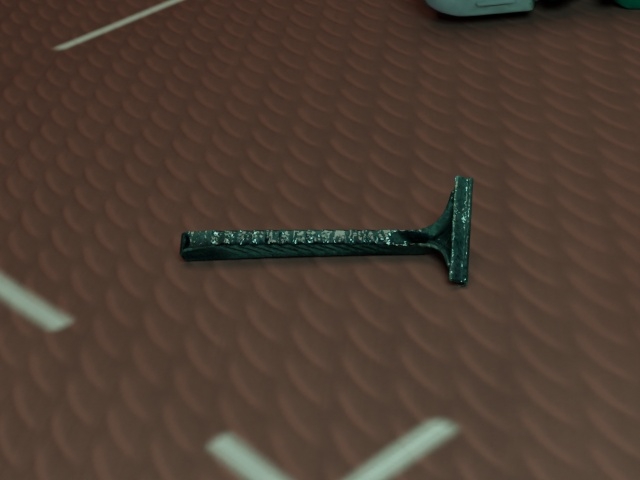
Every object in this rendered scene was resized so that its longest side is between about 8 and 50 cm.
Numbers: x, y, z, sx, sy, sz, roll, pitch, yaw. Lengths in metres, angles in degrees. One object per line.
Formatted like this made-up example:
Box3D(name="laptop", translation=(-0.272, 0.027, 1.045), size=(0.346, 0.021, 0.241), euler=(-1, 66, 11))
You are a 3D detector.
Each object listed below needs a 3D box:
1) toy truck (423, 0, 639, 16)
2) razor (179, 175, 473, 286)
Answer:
Box3D(name="toy truck", translation=(0.245, -0.281, 1.077), size=(0.363, 0.177, 0.178), euler=(0, 43, 17))
Box3D(name="razor", translation=(0.002, 0.002, 0.797), size=(0.190, 0.033, 0.066), euler=(-3, 71, 21))
